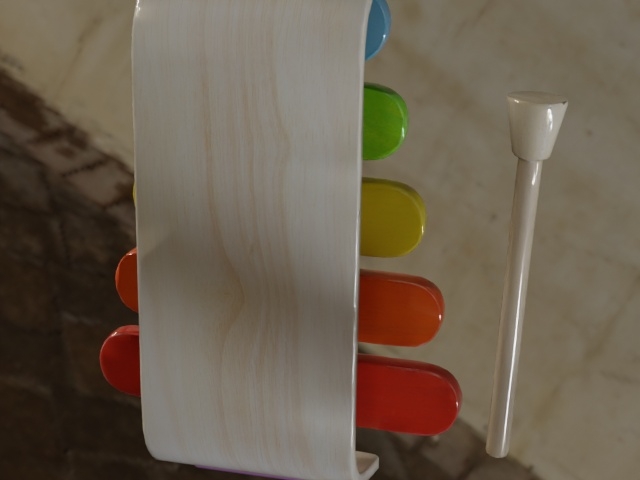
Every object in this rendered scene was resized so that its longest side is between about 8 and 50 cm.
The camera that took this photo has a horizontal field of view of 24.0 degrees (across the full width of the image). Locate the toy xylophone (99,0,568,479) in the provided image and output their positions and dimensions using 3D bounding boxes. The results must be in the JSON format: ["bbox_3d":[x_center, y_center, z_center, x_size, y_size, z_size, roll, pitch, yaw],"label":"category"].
[{"bbox_3d":[0.000,0.000,0.776,0.236,0.323,0.081,13,22,10],"label":"toy xylophone"}]
